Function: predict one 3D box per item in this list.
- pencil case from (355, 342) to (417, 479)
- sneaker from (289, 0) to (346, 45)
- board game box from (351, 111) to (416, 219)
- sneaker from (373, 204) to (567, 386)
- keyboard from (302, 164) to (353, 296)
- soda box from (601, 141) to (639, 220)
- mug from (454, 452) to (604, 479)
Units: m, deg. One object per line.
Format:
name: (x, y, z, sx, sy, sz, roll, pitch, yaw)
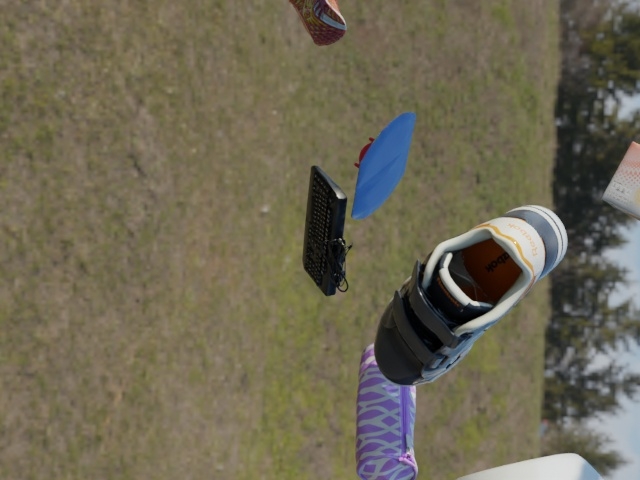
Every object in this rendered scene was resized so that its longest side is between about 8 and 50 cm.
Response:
pencil case: (0.093, 0.234, 1.419, 0.088, 0.086, 0.206, -48, -150, 41)
sneaker: (-0.017, -0.295, 1.199, 0.175, 0.064, 0.067, 72, -7, -61)
board game box: (0.076, -0.109, 1.452, 0.133, 0.033, 0.168, -41, 152, -36)
sneaker: (0.154, 0.077, 1.279, 0.321, 0.126, 0.127, -49, 163, 31)
keyboard: (0.000, 0.000, 1.374, 0.100, 0.038, 0.192, 44, -33, 33)
soda box: (0.351, -0.021, 0.934, 0.058, 0.183, 0.063, 16, 103, -61)
mug: (0.261, 0.430, 1.230, 0.374, 0.276, 0.328, 30, 44, -63)
